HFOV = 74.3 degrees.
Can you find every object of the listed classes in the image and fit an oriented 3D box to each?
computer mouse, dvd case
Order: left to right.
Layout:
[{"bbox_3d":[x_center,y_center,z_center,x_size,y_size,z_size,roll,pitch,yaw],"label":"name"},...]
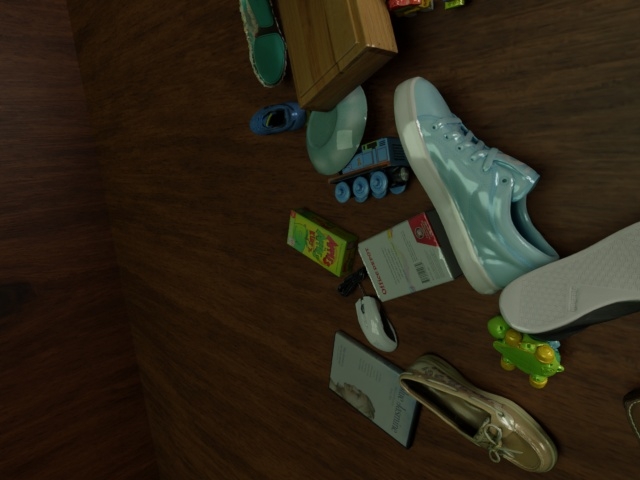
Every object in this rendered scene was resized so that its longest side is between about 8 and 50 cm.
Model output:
[{"bbox_3d":[0.106,0.161,0.931,0.106,0.042,0.193,-38,75,45],"label":"computer mouse"},{"bbox_3d":[0.121,0.345,0.990,0.253,0.022,0.180,25,120,39],"label":"dvd case"}]

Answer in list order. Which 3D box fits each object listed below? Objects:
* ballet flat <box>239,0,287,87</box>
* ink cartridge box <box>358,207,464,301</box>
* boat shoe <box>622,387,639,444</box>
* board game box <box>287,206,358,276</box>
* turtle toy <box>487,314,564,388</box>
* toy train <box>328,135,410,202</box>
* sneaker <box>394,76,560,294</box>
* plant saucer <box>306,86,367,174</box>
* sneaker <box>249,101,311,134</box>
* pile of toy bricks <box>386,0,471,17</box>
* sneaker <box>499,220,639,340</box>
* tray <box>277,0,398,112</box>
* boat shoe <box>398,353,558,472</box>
[{"bbox_3d":[-0.130,-0.461,0.963,0.077,0.091,0.241,-178,79,-77],"label":"ballet flat"},{"bbox_3d":[0.171,0.029,0.797,0.175,0.072,0.127,-28,83,47],"label":"ink cartridge box"},{"bbox_3d":[0.508,0.338,0.512,0.324,0.120,0.122,57,135,16],"label":"boat shoe"},{"bbox_3d":[0.000,0.000,0.988,0.181,0.043,0.092,31,123,36],"label":"board game box"},{"bbox_3d":[0.328,0.169,0.683,0.130,0.066,0.095,31,147,39],"label":"turtle toy"},{"bbox_3d":[0.093,-0.134,0.828,0.184,0.080,0.105,-8,88,49],"label":"toy train"},{"bbox_3d":[0.247,-0.104,0.649,0.150,0.135,0.366,-25,93,40],"label":"sneaker"},{"bbox_3d":[0.017,-0.232,0.853,0.195,0.037,0.195,-17,69,52],"label":"plant saucer"},{"bbox_3d":[-0.118,-0.285,0.993,0.209,0.082,0.069,7,110,46],"label":"sneaker"},{"bbox_3d":[0.183,-0.410,0.619,0.212,0.105,0.118,7,108,45],"label":"pile of toy bricks"},{"bbox_3d":[0.393,0.056,0.568,0.295,0.147,0.105,-23,67,17],"label":"sneaker"},{"bbox_3d":[-0.001,-0.469,0.752,0.203,0.076,0.411,-22,76,54],"label":"tray"},{"bbox_3d":[0.275,0.323,0.772,0.285,0.089,0.105,28,121,37],"label":"boat shoe"}]
